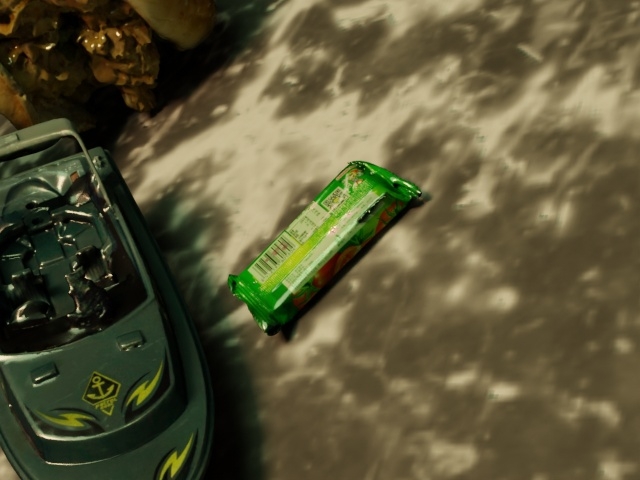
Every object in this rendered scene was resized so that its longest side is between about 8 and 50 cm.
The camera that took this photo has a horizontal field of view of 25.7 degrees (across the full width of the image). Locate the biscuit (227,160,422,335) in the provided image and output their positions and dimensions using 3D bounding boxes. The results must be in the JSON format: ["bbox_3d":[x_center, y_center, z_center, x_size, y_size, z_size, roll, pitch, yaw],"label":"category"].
[{"bbox_3d":[0.000,0.000,0.603,0.089,0.016,0.046,-45,38,-3],"label":"biscuit"}]

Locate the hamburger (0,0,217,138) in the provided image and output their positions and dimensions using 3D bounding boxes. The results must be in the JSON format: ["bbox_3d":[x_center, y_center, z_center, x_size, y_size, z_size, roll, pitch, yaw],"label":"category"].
[{"bbox_3d":[-0.145,-0.150,0.758,0.131,0.185,0.159,-38,21,12],"label":"hamburger"}]

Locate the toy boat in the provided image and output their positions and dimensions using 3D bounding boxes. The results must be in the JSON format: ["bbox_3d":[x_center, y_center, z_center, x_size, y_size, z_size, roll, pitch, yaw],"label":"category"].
[{"bbox_3d":[-0.103,0.037,0.595,0.093,0.103,0.246,-20,41,-10],"label":"toy boat"}]
